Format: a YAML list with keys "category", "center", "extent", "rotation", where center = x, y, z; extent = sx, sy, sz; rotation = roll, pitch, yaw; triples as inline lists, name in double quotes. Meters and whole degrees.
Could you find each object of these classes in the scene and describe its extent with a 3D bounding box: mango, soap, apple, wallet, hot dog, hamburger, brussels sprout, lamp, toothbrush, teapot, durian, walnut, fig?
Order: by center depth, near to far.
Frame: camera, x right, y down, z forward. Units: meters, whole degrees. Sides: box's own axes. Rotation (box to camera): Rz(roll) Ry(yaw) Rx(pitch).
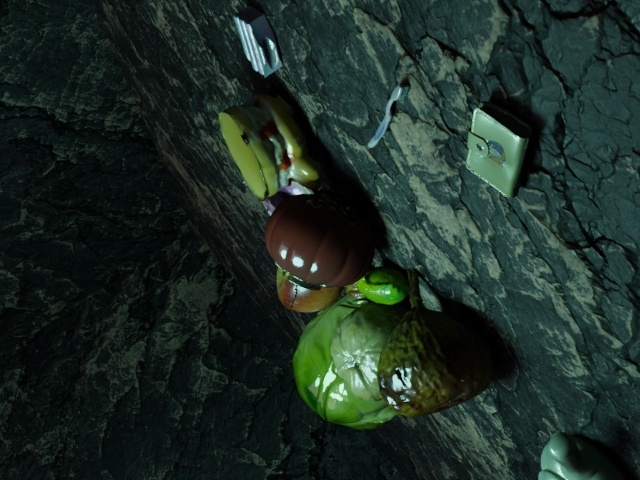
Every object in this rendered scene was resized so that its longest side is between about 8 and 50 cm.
- category: "wallet"
  center: [0.292, -0.150, 1.086]
  extent: [0.110, 0.039, 0.155]
  rotation: [42, 160, 27]
- category: "toothbrush"
  center: [0.133, -0.248, 1.347]
  extent: [0.269, 0.027, 0.021]
  rotation: [120, 148, -72]
- category: "teapot"
  center: [0.552, 0.502, 1.455]
  extent: [0.318, 0.149, 0.220]
  rotation: [58, 162, -15]
- category: "soap"
  center: [-0.149, -0.481, 1.610]
  extent: [0.100, 0.056, 0.149]
  rotation: [43, 159, 39]
- category: "fig"
  center: [0.266, 0.246, 1.660]
  extent: [0.286, 0.287, 0.368]
  rotation: [87, 173, -61]
- category: "lamp"
  center: [0.000, 0.000, 1.768]
  extent: [0.303, 0.256, 0.303]
  rotation: [24, -167, -6]
- category: "hamburger"
  center: [-0.128, -0.250, 1.778]
  extent: [0.302, 0.187, 0.261]
  rotation: [56, 165, 32]
- category: "mango"
  center: [0.175, 0.128, 1.802]
  extent: [0.178, 0.119, 0.100]
  rotation: [16, 126, 63]
- category: "walnut"
  center: [0.178, 0.316, 1.864]
  extent: [0.282, 0.277, 0.253]
  rotation: [40, 125, 46]
- category: "hot dog"
  center: [0.117, 0.124, 1.994]
  extent: [0.147, 0.065, 0.099]
  rotation: [3, 112, 49]
- category: "durian"
  center: [-0.078, -0.100, 2.003]
  extent: [0.260, 0.187, 0.154]
  rotation: [69, -156, -8]
- category: "apple"
  center: [-0.031, 0.109, 2.139]
  extent: [0.271, 0.207, 0.251]
  rotation: [111, 158, -52]
- category: "brussels sprout"
  center: [0.101, 0.418, 2.146]
  extent: [0.425, 0.361, 0.342]
  rotation: [52, 166, 6]
